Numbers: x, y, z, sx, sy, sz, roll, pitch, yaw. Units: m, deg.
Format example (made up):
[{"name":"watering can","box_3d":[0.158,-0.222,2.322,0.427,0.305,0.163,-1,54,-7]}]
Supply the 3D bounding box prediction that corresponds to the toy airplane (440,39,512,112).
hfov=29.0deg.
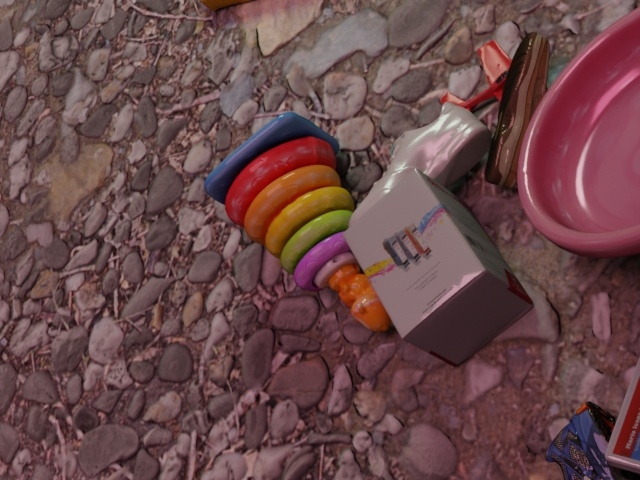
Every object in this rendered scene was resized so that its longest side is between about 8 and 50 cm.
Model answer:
[{"name":"toy airplane","box_3d":[0.213,-0.188,1.561,0.151,0.028,0.151,-14,64,31]}]

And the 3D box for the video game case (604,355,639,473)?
[{"name":"video game case","box_3d":[0.442,0.159,1.193,0.285,0.025,0.204,12,66,33]}]

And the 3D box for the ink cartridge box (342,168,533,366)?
[{"name":"ink cartridge box","box_3d":[0.136,0.031,1.460,0.127,0.128,0.176,-41,51,16]}]

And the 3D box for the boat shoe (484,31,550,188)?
[{"name":"boat shoe","box_3d":[0.254,-0.153,1.494,0.068,0.072,0.190,-142,66,-85]}]

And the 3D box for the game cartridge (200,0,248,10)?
[{"name":"game cartridge","box_3d":[-0.049,-0.513,1.891,0.324,0.053,0.285,-9,66,37]}]

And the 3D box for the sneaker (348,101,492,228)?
[{"name":"sneaker","box_3d":[0.108,-0.086,1.538,0.212,0.080,0.094,-41,57,-2]}]

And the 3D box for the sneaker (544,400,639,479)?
[{"name":"sneaker","box_3d":[0.301,0.276,1.273,0.087,0.083,0.221,-44,42,25]}]

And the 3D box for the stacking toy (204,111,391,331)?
[{"name":"stacking toy","box_3d":[0.000,0.000,1.584,0.166,0.175,0.302,-40,66,13]}]

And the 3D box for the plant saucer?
[{"name":"plant saucer","box_3d":[0.365,-0.117,1.331,0.332,0.084,0.332,-34,37,31]}]
